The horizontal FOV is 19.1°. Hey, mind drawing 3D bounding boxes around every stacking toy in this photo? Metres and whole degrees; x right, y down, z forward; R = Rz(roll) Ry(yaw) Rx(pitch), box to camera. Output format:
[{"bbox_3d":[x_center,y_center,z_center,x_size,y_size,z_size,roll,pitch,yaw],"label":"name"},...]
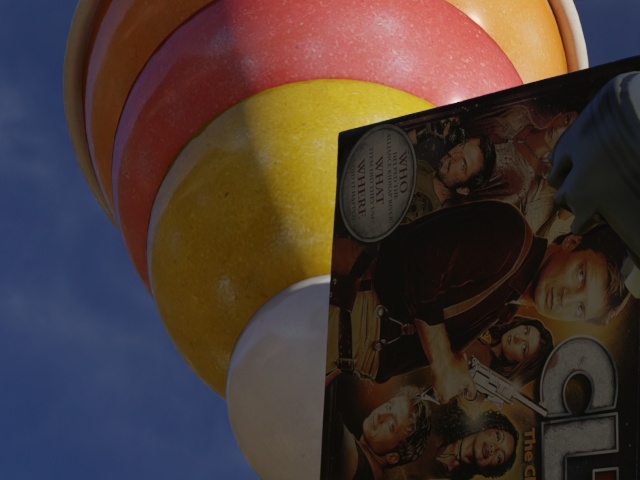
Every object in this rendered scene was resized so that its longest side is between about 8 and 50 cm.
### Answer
[{"bbox_3d":[0.000,0.000,1.102,0.350,0.480,0.351,1,-61,1],"label":"stacking toy"}]

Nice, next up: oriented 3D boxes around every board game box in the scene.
[{"bbox_3d":[0.066,0.070,0.645,0.165,0.042,0.243,-11,-108,50],"label":"board game box"}]

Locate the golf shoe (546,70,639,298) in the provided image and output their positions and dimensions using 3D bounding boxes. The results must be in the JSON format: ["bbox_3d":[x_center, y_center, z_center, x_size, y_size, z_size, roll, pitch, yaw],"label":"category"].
[{"bbox_3d":[0.168,0.008,0.299,0.273,0.105,0.120,26,-72,29],"label":"golf shoe"}]
